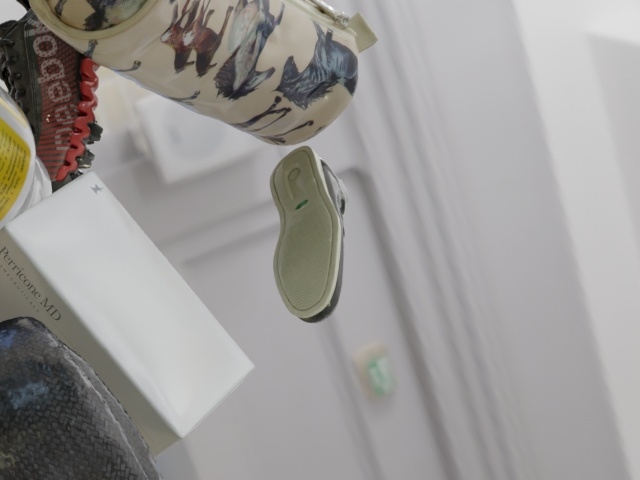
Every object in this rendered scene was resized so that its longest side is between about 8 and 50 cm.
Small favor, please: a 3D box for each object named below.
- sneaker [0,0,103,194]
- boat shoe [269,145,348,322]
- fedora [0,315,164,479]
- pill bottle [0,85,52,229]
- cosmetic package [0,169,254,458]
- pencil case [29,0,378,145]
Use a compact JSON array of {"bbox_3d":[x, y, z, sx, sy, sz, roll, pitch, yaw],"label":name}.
[{"bbox_3d":[-0.291,-0.161,1.686,0.097,0.135,0.276,146,-47,-66],"label":"sneaker"},{"bbox_3d":[0.000,0.000,1.663,0.079,0.084,0.233,46,25,-35],"label":"boat shoe"},{"bbox_3d":[-0.194,0.172,1.097,0.334,0.153,0.334,58,-5,8],"label":"fedora"},{"bbox_3d":[-0.372,-0.092,1.432,0.188,0.188,0.334,59,3,27],"label":"pill bottle"},{"bbox_3d":[-0.222,0.103,1.378,0.225,0.138,0.224,-39,-88,34],"label":"cosmetic package"},{"bbox_3d":[-0.113,-0.224,1.608,0.160,0.183,0.410,51,15,28],"label":"pencil case"}]
